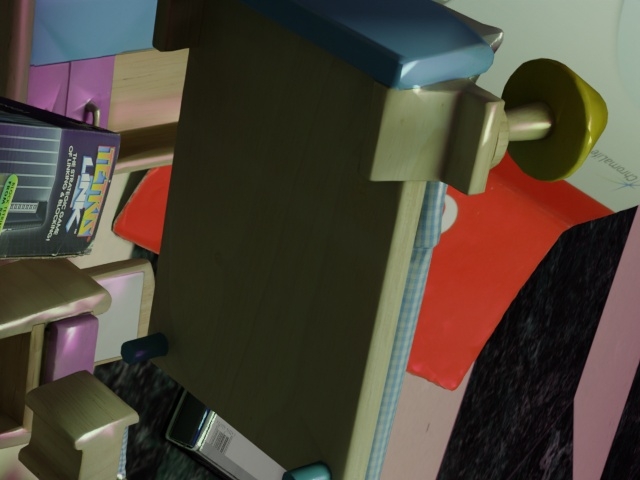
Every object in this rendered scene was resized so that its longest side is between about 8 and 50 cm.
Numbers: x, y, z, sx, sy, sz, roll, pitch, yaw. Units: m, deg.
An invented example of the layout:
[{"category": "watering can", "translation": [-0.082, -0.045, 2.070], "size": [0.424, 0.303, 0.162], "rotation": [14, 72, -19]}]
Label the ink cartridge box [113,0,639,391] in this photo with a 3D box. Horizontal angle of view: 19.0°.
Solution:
[{"category": "ink cartridge box", "translation": [0.112, -0.091, 1.068], "size": [0.308, 0.091, 0.385], "rotation": [27, 102, -41]}]

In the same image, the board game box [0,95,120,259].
[{"category": "board game box", "translation": [-0.173, -0.038, 0.616], "size": [0.141, 0.170, 0.048], "rotation": [-5, 111, -68]}]

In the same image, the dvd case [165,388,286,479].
[{"category": "dvd case", "translation": [-0.017, 0.047, 1.268], "size": [0.239, 0.029, 0.179], "rotation": [-66, 159, -12]}]

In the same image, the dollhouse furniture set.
[{"category": "dollhouse furniture set", "translation": [0.000, 0.000, 0.821], "size": [0.198, 0.303, 0.286], "rotation": [-13, 122, -39]}]
